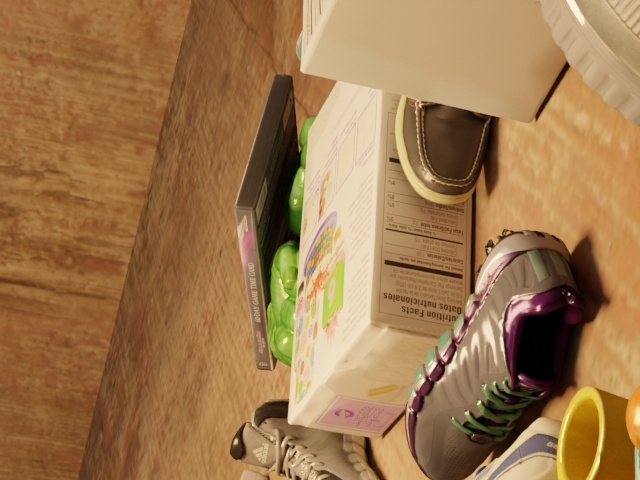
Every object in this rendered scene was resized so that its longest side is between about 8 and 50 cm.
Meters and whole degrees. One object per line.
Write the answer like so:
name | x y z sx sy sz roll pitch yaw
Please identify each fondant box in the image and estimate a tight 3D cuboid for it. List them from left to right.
fondant box | 0.056 -0.015 1.663 0.238 0.096 0.330 124 155 -58

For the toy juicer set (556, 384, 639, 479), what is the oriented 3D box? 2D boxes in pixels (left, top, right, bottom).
toy juicer set | 0.205 0.131 0.948 0.329 0.089 0.209 126 153 -59

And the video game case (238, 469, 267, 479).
video game case | -0.159 0.469 2.102 0.300 0.036 0.329 -69 3 -45

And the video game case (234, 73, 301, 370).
video game case | -0.051 -0.016 1.975 0.274 0.026 0.196 86 -166 -49

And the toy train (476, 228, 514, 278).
toy train | 0.129 0.066 1.441 0.036 0.027 0.158 -119 42 -64

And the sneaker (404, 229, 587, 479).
sneaker | 0.126 0.105 1.318 0.098 0.083 0.223 -109 34 -56

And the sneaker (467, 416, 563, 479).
sneaker | 0.121 0.227 1.240 0.296 0.112 0.131 -56 8 54

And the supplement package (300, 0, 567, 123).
supplement package | 0.116 -0.263 1.393 0.262 0.199 0.198 117 160 -49

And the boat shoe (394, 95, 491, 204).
boat shoe | 0.114 -0.137 1.559 0.073 0.080 0.223 112 168 -56

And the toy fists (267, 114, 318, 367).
toy fists | 0.000 0.000 1.878 0.142 0.096 0.279 144 137 -70

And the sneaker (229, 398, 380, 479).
sneaker | -0.020 0.222 1.695 0.228 0.132 0.086 -105 29 -62

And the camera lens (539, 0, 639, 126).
camera lens | 0.235 -0.180 0.799 0.274 0.219 0.219 126 152 -61

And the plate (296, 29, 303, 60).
plate | 0.062 -0.215 1.697 0.024 0.188 0.188 58 150 16
